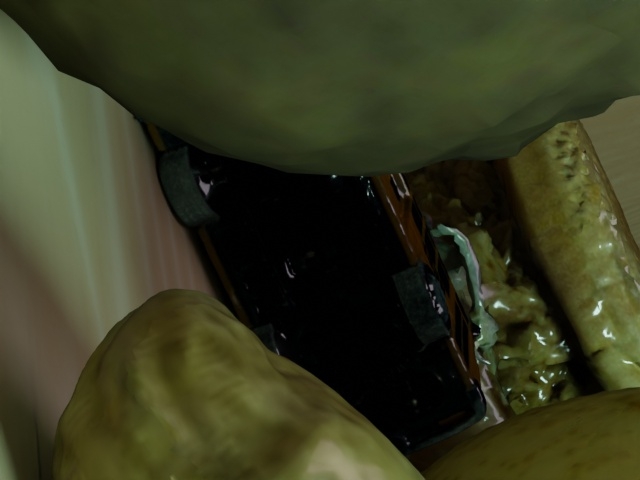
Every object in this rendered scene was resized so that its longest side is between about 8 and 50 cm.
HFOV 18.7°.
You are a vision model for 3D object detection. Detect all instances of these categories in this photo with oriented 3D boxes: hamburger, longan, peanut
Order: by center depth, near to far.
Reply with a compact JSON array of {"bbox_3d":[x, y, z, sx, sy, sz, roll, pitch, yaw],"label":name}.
[{"bbox_3d":[-0.003,0.135,0.571,0.137,0.122,0.253,26,41,-61],"label":"peanut"},{"bbox_3d":[0.031,-0.210,0.696,0.391,0.391,0.391,-21,90,-80],"label":"longan"},{"bbox_3d":[0.109,0.029,1.168,0.318,0.195,0.277,-84,149,-74],"label":"hamburger"}]

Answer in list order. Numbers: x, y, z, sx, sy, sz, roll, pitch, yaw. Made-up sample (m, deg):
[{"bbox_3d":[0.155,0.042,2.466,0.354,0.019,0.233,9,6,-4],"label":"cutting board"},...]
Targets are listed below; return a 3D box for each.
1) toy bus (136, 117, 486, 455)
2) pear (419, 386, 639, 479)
[{"bbox_3d":[0.000,0.000,0.927,0.114,0.098,0.201,-77,143,-72],"label":"toy bus"},{"bbox_3d":[0.145,0.199,0.714,0.309,0.309,0.309,-21,90,-80],"label":"pear"}]
